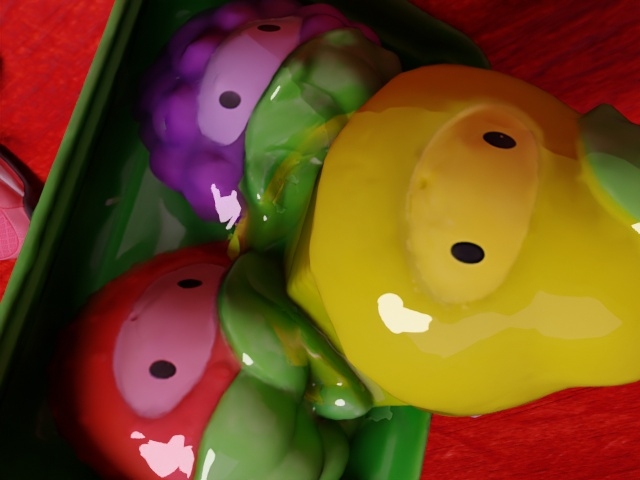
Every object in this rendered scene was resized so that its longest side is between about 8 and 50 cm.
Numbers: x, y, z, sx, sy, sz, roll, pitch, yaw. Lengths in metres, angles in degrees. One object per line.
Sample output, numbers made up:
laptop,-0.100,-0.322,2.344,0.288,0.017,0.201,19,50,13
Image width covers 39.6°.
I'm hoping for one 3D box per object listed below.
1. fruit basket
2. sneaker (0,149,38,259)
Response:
fruit basket,0.000,0.000,0.474,0.283,0.392,0.392,22,144,-22
sneaker,-0.363,-0.044,0.687,0.116,0.136,0.314,-17,140,34
